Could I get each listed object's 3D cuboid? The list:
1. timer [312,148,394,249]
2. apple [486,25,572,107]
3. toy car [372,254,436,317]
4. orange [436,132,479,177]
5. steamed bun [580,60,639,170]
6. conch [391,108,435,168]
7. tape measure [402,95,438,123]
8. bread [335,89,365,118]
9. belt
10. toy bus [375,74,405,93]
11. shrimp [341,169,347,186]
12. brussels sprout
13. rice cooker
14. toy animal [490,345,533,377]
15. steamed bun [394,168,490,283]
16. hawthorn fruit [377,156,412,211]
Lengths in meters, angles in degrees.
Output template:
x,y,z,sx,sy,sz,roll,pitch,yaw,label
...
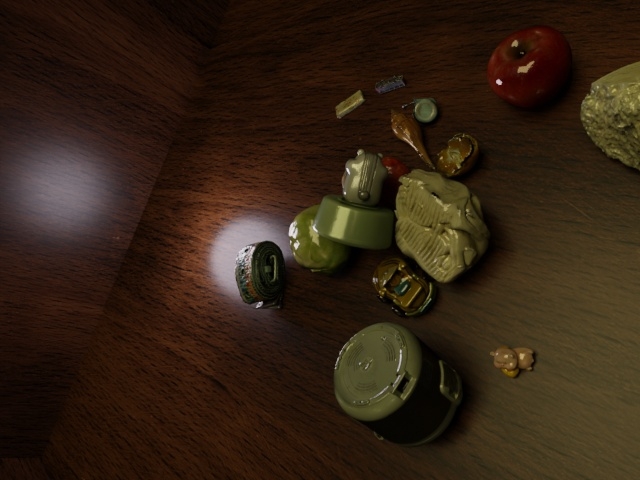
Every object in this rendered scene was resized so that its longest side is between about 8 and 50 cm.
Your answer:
x,y,z,sx,sy,sz,roll,pitch,yaw,label
0.142,-0.158,1.677,0.291,0.291,0.315,25,107,44,timer
0.700,-0.576,1.591,0.261,0.217,0.260,-19,59,35,apple
0.283,0.153,1.692,0.248,0.142,0.200,39,98,41,toy car
0.502,-0.301,1.719,0.170,0.112,0.160,-164,86,-67,orange
0.875,-0.353,1.311,0.273,0.290,0.272,-40,42,-2,steamed bun
0.373,-0.415,1.895,0.093,0.109,0.330,-31,64,-10,conch
0.409,-0.527,1.949,0.180,0.104,0.107,-141,49,-77,tape measure
0.138,-0.639,2.232,0.154,0.028,0.068,-28,54,27,bread
-0.259,0.147,2.118,0.161,0.207,0.294,-14,65,39,belt
0.308,-0.685,2.088,0.131,0.052,0.036,-9,62,36,toy bus
0.179,-0.291,2.038,0.219,0.046,0.152,-45,52,18,shrimp
0.005,-0.010,1.950,0.317,0.243,0.273,31,118,49,brussels sprout
0.244,0.446,1.483,0.335,0.325,0.335,-32,34,25,rice cooker
0.564,0.357,1.406,0.114,0.082,0.091,-5,70,39,toy animal
0.426,-0.072,1.604,0.347,0.238,0.393,-18,92,56,steamed bun
0.249,-0.234,1.816,0.208,0.243,0.207,-21,52,29,hawthorn fruit
